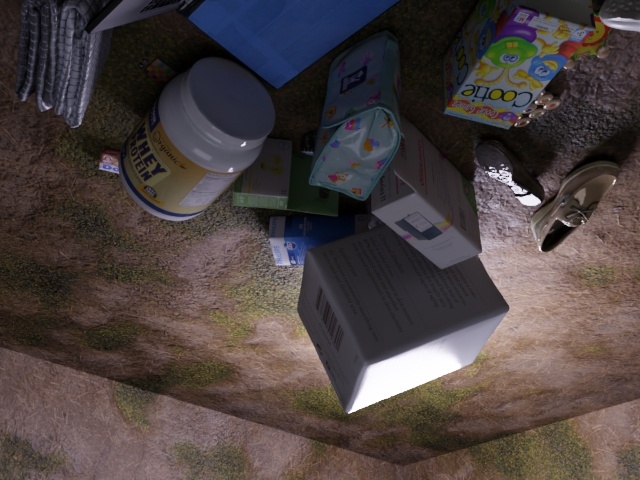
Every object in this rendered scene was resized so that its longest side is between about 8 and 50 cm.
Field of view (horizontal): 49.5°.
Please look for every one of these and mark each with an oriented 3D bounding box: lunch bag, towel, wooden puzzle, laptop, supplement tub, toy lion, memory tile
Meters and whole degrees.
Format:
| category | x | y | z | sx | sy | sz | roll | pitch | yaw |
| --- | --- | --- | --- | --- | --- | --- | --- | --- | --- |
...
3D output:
| category | x | y | z | sx | sy | sz | roll | pitch | yaw |
| --- | --- | --- | --- | --- | --- | --- | --- | --- | --- |
| lunch bag | 0.080 | -0.246 | 1.349 | 0.160 | 0.223 | 0.262 | 15 | 144 | -8 |
| towel | -0.427 | -0.375 | 1.191 | 0.121 | 0.235 | 0.284 | 17 | 143 | -14 |
| wooden puzzle | -0.328 | -0.347 | 1.423 | 0.049 | 0.006 | 0.083 | -26 | 136 | 36 |
| laptop | -0.082 | -0.390 | 1.129 | 0.382 | 0.408 | 0.236 | -29 | 102 | 31 |
| supplement tub | -0.257 | -0.205 | 1.432 | 0.228 | 0.228 | 0.316 | 23 | 141 | -27 |
| toy lion | 0.493 | -0.379 | 1.298 | 0.100 | 0.034 | 0.096 | -15 | 135 | 26 |
| memory tile | 0.419 | -0.277 | 1.428 | 0.148 | 0.012 | 0.113 | 10 | 149 | -44 |

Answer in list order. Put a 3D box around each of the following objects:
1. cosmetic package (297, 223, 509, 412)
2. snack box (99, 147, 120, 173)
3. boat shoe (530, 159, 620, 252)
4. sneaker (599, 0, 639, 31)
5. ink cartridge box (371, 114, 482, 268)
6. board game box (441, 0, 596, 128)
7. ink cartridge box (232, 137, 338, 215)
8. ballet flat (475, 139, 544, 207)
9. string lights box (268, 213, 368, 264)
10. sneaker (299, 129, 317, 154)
| category | x | y | z | sx | sy | sz | roll | pitch | yaw |
| --- | --- | --- | --- | --- | --- | --- | --- | --- | --- |
| cosmetic package | 0.190 | 0.175 | 1.758 | 0.393 | 0.329 | 0.327 | -17 | 150 | -17 |
| snack box | -0.438 | -0.177 | 1.670 | 0.178 | 0.022 | 0.064 | 13 | 146 | -15 |
| boat shoe | 0.614 | -0.076 | 1.673 | 0.109 | 0.098 | 0.302 | 13 | 145 | -15 |
| sneaker | 0.612 | -0.394 | 1.222 | 0.235 | 0.090 | 0.095 | -2 | 155 | 10 |
| ink cartridge box | 0.217 | -0.112 | 1.553 | 0.119 | 0.207 | 0.353 | -24 | 137 | 32 |
| board game box | 0.338 | -0.346 | 1.234 | 0.144 | 0.142 | 0.275 | 11 | 151 | -12 |
| ink cartridge box | -0.072 | -0.146 | 1.556 | 0.235 | 0.171 | 0.056 | 5 | 146 | -4 |
| ballet flat | 0.444 | -0.163 | 1.607 | 0.250 | 0.058 | 0.084 | 36 | 156 | -31 |
| string lights box | 0.000 | 0.000 | 1.851 | 0.259 | 0.077 | 0.133 | -1 | 145 | 5 |
| sneaker | 0.034 | -0.204 | 1.561 | 0.162 | 0.063 | 0.073 | -1 | 149 | 6 |
